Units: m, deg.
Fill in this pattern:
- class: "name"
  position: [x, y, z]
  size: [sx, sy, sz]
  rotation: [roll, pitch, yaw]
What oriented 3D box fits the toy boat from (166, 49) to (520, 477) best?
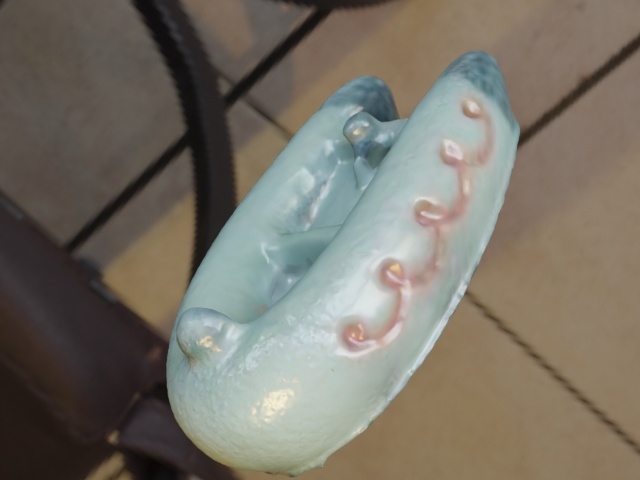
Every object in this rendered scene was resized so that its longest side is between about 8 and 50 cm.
- class: "toy boat"
  position: [0.000, 0.000, 0.739]
  size: [0.079, 0.208, 0.134]
  rotation: [43, 154, -30]
